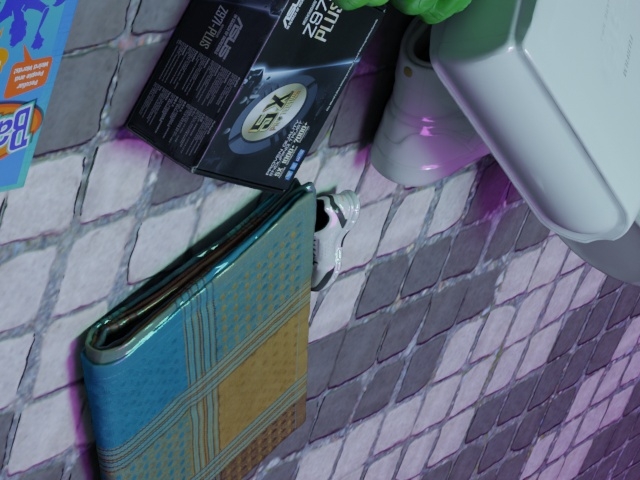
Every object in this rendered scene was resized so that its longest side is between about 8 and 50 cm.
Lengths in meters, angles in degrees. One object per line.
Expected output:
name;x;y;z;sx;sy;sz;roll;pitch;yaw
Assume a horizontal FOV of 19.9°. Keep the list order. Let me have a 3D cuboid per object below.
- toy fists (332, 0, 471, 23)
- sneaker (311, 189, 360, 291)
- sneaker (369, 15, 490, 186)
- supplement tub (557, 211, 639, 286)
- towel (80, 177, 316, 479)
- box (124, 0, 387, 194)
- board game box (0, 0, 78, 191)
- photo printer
toy fists;0.051;-0.243;1.375;0.096;0.142;0.279;-27;168;27
sneaker;0.000;0.000;1.727;0.044;0.040;0.109;-4;122;-39
sneaker;0.175;-0.178;1.735;0.292;0.108;0.169;-34;149;-36
supplement tub;0.367;-0.102;1.890;0.272;0.191;0.191;-46;153;-20
towel;-0.107;0.135;1.693;0.271;0.040;0.370;-39;151;-29
box;-0.047;-0.137;1.430;0.180;0.077;0.147;-60;153;9
board game box;-0.233;-0.120;1.164;0.160;0.047;0.210;-18;136;-52
photo printer;0.217;-0.164;1.611;0.307;0.107;0.256;50;45;-44
